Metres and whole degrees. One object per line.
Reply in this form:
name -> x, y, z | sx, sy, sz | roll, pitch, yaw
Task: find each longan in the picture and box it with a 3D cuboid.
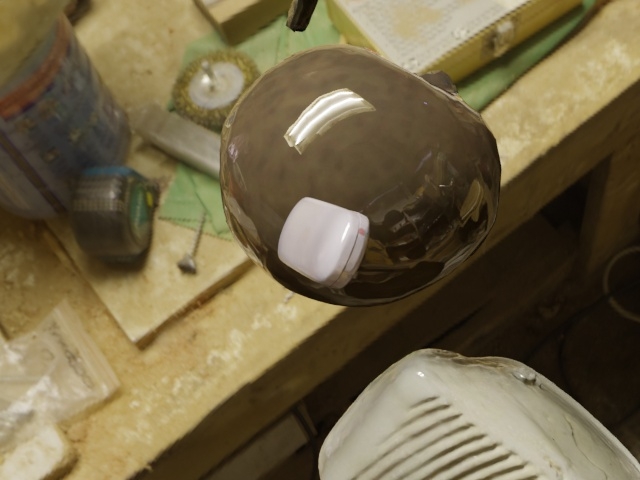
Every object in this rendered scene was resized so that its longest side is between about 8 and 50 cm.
longan -> 0.040, -0.064, 0.988 | 0.297, 0.297, 0.297 | -4, 64, 8

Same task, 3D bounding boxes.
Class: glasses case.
glasses case -> 0.000, 0.000, 0.398 | 0.021, 0.083, 0.032 | 25, 88, -18

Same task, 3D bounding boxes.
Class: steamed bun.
steamed bun -> 0.202, 0.274, 1.031 | 0.383, 0.236, 0.247 | 39, 115, 5

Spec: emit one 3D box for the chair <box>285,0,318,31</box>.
chair -> 0.009, -0.251, 0.305 | 0.159, 0.170, 0.326 | 31, 95, 1
